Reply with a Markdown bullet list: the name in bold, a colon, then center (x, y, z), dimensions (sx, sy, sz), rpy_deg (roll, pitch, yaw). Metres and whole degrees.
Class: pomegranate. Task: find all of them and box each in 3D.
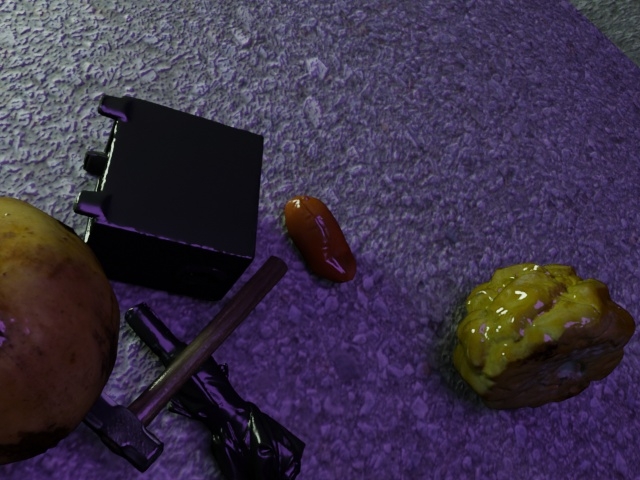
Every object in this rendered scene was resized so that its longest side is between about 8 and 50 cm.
- **pomegranate**: center (-0.387, 0.099, 0.751), dimensions (0.322, 0.322, 0.321), rpy_deg (14, 60, -25)

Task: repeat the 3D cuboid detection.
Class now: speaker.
- **speaker**: center (-0.236, -0.056, 0.994), dimensions (0.254, 0.184, 0.232), rpy_deg (14, 59, -21)

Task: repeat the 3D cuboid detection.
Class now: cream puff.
- **cream puff**: center (0.387, 0.149, 1.218), dimensions (0.325, 0.291, 0.257), rpy_deg (-7, 46, -13)

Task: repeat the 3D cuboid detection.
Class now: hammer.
- **hammer**: center (-0.163, 0.143, 0.915), dimensions (0.111, 0.043, 0.365), rpy_deg (36, 53, 8)

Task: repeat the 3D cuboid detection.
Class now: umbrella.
- **umbrella**: center (-0.159, 0.225, 0.943), dimensions (0.340, 0.118, 0.118), rpy_deg (50, 52, 1)

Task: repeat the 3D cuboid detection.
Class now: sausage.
- **sausage**: center (0.000, 0.000, 1.175), dimensions (0.089, 0.089, 0.179), rpy_deg (-27, 85, -38)
